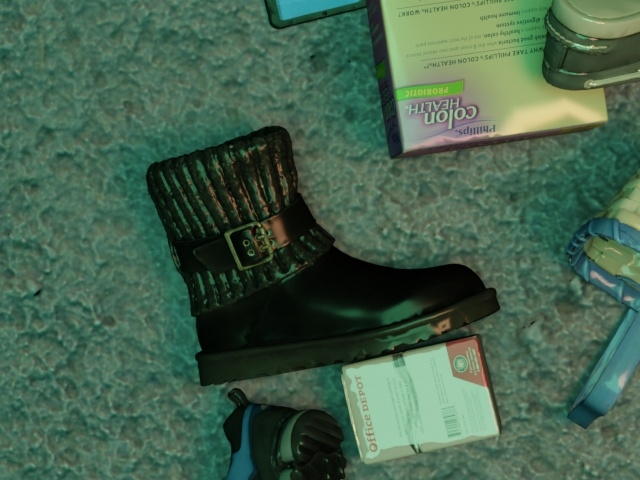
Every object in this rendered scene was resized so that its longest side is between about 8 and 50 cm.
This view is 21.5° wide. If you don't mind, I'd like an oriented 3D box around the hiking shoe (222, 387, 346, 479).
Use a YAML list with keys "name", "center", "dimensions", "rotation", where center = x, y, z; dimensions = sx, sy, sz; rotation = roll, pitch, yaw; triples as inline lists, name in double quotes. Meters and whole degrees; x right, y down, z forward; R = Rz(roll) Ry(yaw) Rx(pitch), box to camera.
- name: "hiking shoe"
  center: [-0.050, 0.317, 1.819]
  dimensions: [0.132, 0.113, 0.304]
  rotation: [13, 100, 38]

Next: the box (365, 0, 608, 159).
- name: "box"
  center: [0.164, -0.220, 1.738]
  dimensions: [0.213, 0.117, 0.243]
  rotation: [-9, 89, -5]

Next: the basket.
- name: "basket"
  center: [0.334, 0.052, 1.670]
  dimensions: [0.201, 0.255, 0.289]
  rotation: [35, 85, 7]

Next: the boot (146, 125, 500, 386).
- name: "boot"
  center: [-0.002, 0.000, 1.777]
  dimensions: [0.348, 0.131, 0.260]
  rotation: [-11, 89, 9]

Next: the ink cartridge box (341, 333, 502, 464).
- name: "ink cartridge box"
  center: [0.108, 0.169, 1.798]
  dimensions: [0.150, 0.063, 0.109]
  rotation: [-13, 89, 8]

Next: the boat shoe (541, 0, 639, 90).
- name: "boat shoe"
  center: [0.347, -0.215, 1.690]
  dimensions: [0.116, 0.319, 0.099]
  rotation: [48, 136, 36]

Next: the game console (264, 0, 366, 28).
- name: "game console"
  center: [-0.011, -0.296, 1.807]
  dimensions: [0.122, 0.107, 0.071]
  rotation: [-13, 61, 7]
